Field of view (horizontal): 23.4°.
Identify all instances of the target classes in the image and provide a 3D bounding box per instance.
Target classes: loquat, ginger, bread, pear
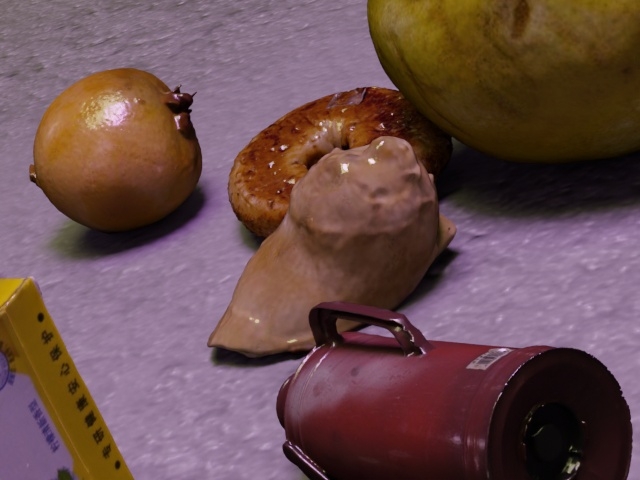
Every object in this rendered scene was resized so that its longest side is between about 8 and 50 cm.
[{"bbox_3d":[-0.172,-0.077,1.324,0.163,0.137,0.163,-26,8,4],"label":"loquat"},{"bbox_3d":[-0.002,0.004,1.054,0.193,0.123,0.115,-37,49,-14],"label":"ginger"},{"bbox_3d":[0.015,-0.058,1.233,0.193,0.064,0.193,-16,30,10],"label":"bread"},{"bbox_3d":[0.175,-0.179,1.129,0.269,0.269,0.321,-28,25,-18],"label":"pear"}]

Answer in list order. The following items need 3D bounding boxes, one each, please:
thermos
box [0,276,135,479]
[{"bbox_3d":[0.047,0.091,0.813,0.099,0.124,0.232,-30,18,-30],"label":"thermos"},{"bbox_3d":[-0.266,0.116,0.951,0.265,0.168,0.097,-2,32,32],"label":"box"}]
